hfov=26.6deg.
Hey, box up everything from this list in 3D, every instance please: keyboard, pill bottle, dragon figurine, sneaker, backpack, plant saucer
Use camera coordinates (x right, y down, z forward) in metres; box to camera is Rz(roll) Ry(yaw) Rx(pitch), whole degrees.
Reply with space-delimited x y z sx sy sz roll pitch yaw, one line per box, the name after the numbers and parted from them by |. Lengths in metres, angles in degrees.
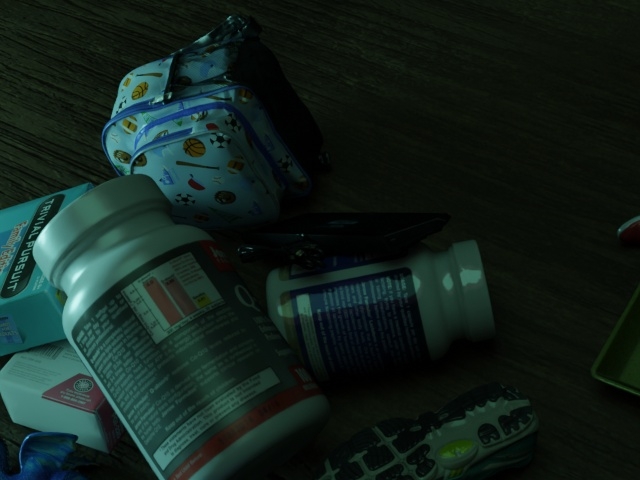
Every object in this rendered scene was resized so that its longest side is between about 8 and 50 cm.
0.000 0.000 1.704 0.201 0.033 0.317 -18 10 -33 | keyboard
-0.168 0.114 1.570 0.210 0.210 0.363 -33 76 -12 | pill bottle
-0.327 0.287 1.659 0.289 0.085 0.144 -7 52 11 | dragon figurine
0.440 -0.002 1.715 0.118 0.042 0.067 -11 48 3 | sneaker
-0.158 -0.136 1.850 0.263 0.276 0.213 -5 44 29 | backpack
0.445 0.133 1.607 0.188 0.045 0.188 21 60 27 | plant saucer
0.076 0.084 1.670 0.264 0.153 0.153 -11 51 6 | pill bottle
0.125 0.263 1.546 0.275 0.110 0.107 -18 40 -5 | sneaker

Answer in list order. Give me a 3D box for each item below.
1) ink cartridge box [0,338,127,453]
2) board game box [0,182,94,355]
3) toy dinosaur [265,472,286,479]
-0.283 0.148 1.728 0.158 0.092 0.218 14 46 23 | ink cartridge box
-0.461 0.062 1.789 0.336 0.079 0.254 -16 31 15 | board game box
-0.027 0.338 1.564 0.118 0.064 0.268 20 56 17 | toy dinosaur
